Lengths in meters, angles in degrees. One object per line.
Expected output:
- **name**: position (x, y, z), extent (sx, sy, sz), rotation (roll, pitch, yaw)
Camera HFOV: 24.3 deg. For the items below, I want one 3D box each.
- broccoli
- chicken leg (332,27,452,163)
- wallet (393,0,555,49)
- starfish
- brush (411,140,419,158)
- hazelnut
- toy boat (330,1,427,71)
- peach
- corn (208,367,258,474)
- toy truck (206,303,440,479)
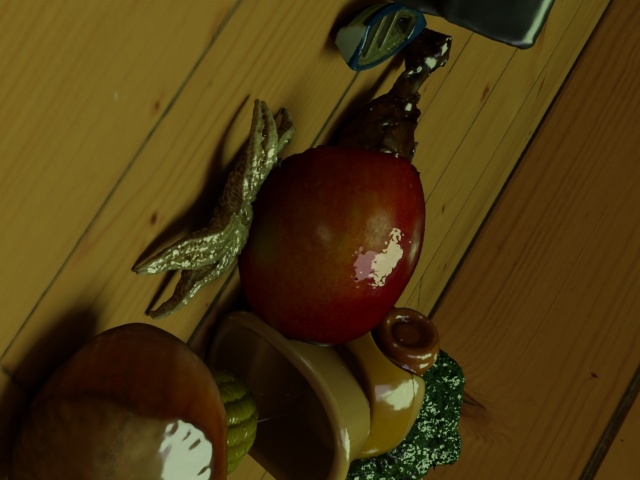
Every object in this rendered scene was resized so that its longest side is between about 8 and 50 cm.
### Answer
- **broccoli**: position (0.065, 0.246, 2.289), extent (0.321, 0.303, 0.283), rotation (-13, 160, -45)
- **chicken leg**: position (0.087, -0.158, 1.820), extent (0.113, 0.093, 0.304), rotation (-47, -168, 50)
- **wallet**: position (0.153, -0.375, 1.186), extent (0.062, 0.228, 0.406), rotation (-79, -167, -70)
- **starfish**: position (-0.093, -0.023, 1.419), extent (0.277, 0.062, 0.235), rotation (-57, 174, -44)
- **brush**: position (0.115, -0.033, 2.312), extent (0.084, 0.071, 0.301), rotation (-72, 173, -47)
- **hazelnut**: position (-0.160, 0.172, 1.233), extent (0.214, 0.176, 0.214), rotation (-63, -175, 10)
- **toy boat**: position (0.066, -0.229, 1.614), extent (0.080, 0.046, 0.229), rotation (-67, 168, 22)
- **peach**: position (0.014, -0.010, 1.538), extent (0.196, 0.190, 0.226), rotation (-34, 148, -63)
- **corn**: position (-0.142, 0.197, 1.508), extent (0.131, 0.131, 0.344), rotation (-63, 169, 6)
- **toy truck**: position (0.002, 0.144, 1.720), extent (0.212, 0.288, 0.204), rotation (-20, 147, -36)
